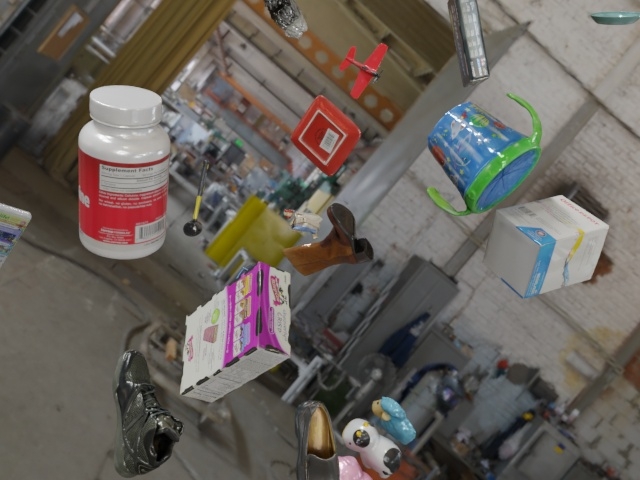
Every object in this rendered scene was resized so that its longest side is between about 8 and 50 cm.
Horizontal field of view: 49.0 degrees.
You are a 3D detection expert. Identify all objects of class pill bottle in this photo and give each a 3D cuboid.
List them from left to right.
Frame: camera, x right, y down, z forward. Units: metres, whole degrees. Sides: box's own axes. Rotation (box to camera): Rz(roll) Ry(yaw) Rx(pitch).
[{"bbox_3d":[-0.507,-0.176,1.813,0.228,0.408,0.229,8,28,-4],"label":"pill bottle"}]

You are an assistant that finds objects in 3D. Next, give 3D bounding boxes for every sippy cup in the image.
[{"bbox_3d":[0.402,-0.226,1.799,0.224,0.305,0.240,50,-5,21],"label":"sippy cup"}]

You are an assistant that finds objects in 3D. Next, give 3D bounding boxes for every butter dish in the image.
[{"bbox_3d":[0.032,-0.274,1.812,0.160,0.160,0.118,45,32,13],"label":"butter dish"}]

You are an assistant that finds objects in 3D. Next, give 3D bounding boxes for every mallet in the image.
[{"bbox_3d":[-0.295,-0.101,1.715,0.039,0.190,0.062,13,-2,2],"label":"mallet"}]

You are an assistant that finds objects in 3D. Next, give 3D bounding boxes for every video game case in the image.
[{"bbox_3d":[-0.748,-0.009,1.464,0.212,0.193,0.023,23,20,-46],"label":"video game case"}]

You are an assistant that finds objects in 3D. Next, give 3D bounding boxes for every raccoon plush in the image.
[{"bbox_3d":[-0.273,-0.701,1.935,0.447,0.299,0.216,61,20,-15],"label":"raccoon plush"}]

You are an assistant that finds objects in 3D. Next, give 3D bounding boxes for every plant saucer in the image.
[{"bbox_3d":[0.709,-0.533,1.685,0.119,0.119,0.021,-138,-139,-59],"label":"plant saucer"}]

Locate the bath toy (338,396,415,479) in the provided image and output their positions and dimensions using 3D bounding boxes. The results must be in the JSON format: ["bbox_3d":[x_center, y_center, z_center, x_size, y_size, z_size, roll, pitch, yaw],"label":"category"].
[{"bbox_3d":[0.080,0.523,1.580,0.151,0.348,0.129,30,-29,16],"label":"bath toy"}]

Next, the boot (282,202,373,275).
[{"bbox_3d":[0.000,0.000,2.325,0.264,0.280,0.096,48,39,-43],"label":"boot"}]

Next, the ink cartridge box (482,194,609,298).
[{"bbox_3d":[0.565,0.012,1.771,0.171,0.232,0.168,49,-37,46],"label":"ink cartridge box"}]

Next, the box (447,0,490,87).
[{"bbox_3d":[0.361,-0.493,1.714,0.175,0.051,0.221,-58,136,-80],"label":"box"}]

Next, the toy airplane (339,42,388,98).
[{"bbox_3d":[0.102,-0.433,1.739,0.028,0.151,0.151,20,15,-45],"label":"toy airplane"}]

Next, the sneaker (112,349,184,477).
[{"bbox_3d":[-0.309,0.303,1.272,0.087,0.130,0.228,31,45,-53],"label":"sneaker"}]

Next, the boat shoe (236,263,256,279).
[{"bbox_3d":[-0.182,0.157,1.930,0.109,0.089,0.258,48,29,-30],"label":"boat shoe"}]

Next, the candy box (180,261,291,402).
[{"bbox_3d":[-0.145,0.161,1.193,0.071,0.233,0.159,25,48,-33],"label":"candy box"}]

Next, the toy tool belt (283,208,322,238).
[{"bbox_3d":[-0.040,-0.033,1.468,0.083,0.051,0.052,10,8,-16],"label":"toy tool belt"}]

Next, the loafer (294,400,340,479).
[{"bbox_3d":[-0.003,0.313,0.999,0.061,0.062,0.170,133,-53,-67],"label":"loafer"}]
